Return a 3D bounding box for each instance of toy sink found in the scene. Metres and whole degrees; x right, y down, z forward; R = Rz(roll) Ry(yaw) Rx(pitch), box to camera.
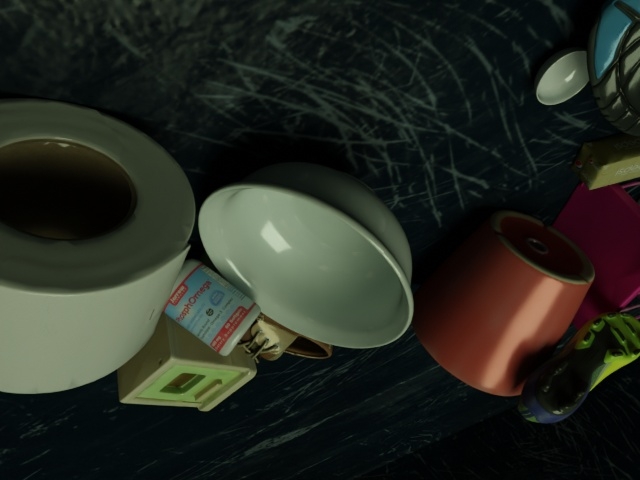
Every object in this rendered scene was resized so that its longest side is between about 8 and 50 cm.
[{"bbox_3d":[-0.208,0.205,0.910,0.153,0.131,0.234,-39,141,25],"label":"toy sink"}]

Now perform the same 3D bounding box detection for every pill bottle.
[{"bbox_3d":[-0.169,0.082,0.729,0.160,0.087,0.087,36,127,0],"label":"pill bottle"}]

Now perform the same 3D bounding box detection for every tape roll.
[{"bbox_3d":[-0.265,0.002,0.515,0.246,0.246,0.169,4,138,-31],"label":"tape roll"}]

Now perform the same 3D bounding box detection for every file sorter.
[{"bbox_3d":[0.580,0.013,0.993,0.182,0.202,0.290,-13,144,-15],"label":"file sorter"}]

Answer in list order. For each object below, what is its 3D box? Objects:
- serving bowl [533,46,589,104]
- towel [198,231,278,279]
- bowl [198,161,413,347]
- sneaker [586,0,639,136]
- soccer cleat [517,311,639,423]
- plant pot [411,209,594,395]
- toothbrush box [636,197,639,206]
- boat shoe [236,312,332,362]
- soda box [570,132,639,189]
[{"bbox_3d":[0.320,-0.223,0.694,0.083,0.027,0.083,-13,144,-10],"label":"serving bowl"},{"bbox_3d":[-0.110,0.022,0.816,0.152,0.023,0.113,8,134,-31],"label":"towel"},{"bbox_3d":[0.000,0.000,0.690,0.298,0.134,0.298,21,144,16],"label":"bowl"},{"bbox_3d":[0.443,-0.207,0.703,0.125,0.139,0.341,-31,131,31],"label":"sneaker"},{"bbox_3d":[0.448,0.213,0.902,0.289,0.093,0.121,-27,158,-25],"label":"soccer cleat"},{"bbox_3d":[0.332,0.096,0.945,0.275,0.275,0.243,2,129,-29],"label":"plant pot"},{"bbox_3d":[0.786,0.015,1.012,0.216,0.295,0.126,-10,144,-16],"label":"toothbrush box"},{"bbox_3d":[-0.088,0.142,0.878,0.324,0.116,0.123,15,149,-39],"label":"boat shoe"},{"bbox_3d":[0.524,-0.144,0.875,0.181,0.058,0.061,-15,145,-9],"label":"soda box"}]
